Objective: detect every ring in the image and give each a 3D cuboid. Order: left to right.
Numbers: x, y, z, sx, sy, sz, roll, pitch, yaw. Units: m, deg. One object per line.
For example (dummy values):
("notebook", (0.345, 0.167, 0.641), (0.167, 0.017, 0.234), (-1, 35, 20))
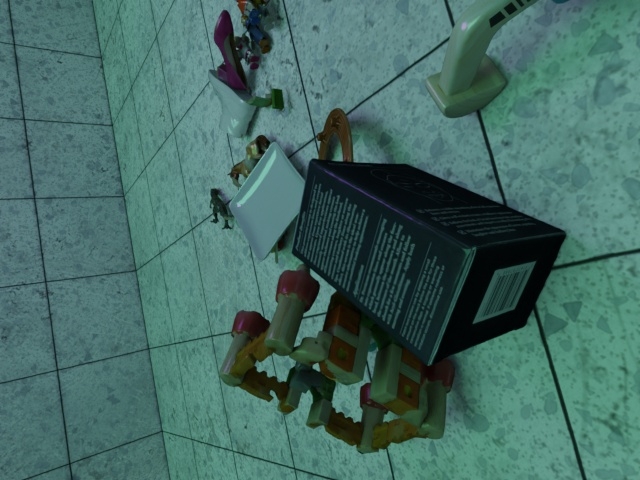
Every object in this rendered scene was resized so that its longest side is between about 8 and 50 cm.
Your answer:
("ring", (0.022, -0.162, 1.121), (0.336, 0.032, 0.337), (179, 90, -76))

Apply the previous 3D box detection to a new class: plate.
("plate", (-0.150, -0.120, 1.354), (0.278, 0.045, 0.277), (-51, 51, 21))

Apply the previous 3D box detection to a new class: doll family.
("doll family", (-0.213, -0.693, 1.411), (0.163, 0.118, 0.263), (57, 157, 20))

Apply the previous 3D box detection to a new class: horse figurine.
("horse figurine", (-0.220, -0.262, 1.501), (0.175, 0.066, 0.263), (54, 136, 24))

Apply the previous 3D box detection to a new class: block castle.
("block castle", (0.041, 0.262, 0.966), (0.303, 0.453, 0.213), (-43, 20, 43))

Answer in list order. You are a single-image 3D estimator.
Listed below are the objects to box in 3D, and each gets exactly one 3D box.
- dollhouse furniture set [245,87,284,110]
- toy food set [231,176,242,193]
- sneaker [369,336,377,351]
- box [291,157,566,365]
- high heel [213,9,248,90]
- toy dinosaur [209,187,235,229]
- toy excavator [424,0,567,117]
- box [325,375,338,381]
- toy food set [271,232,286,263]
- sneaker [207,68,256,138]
("dollhouse furniture set", (-0.169, -0.430, 1.403), (0.151, 0.076, 0.059), (-3, 92, 51))
("toy food set", (-0.260, -0.124, 1.568), (0.132, 0.038, 0.192), (35, 139, 34))
("sneaker", (0.104, 0.218, 1.173), (0.076, 0.064, 0.167), (118, 136, -57))
("box", (0.180, 0.006, 0.845), (0.395, 0.293, 0.212), (37, 122, 43))
("high heel", (-0.279, -0.607, 1.429), (0.117, 0.082, 0.244), (27, 136, 10))
("toy dinosaur", (-0.389, -0.108, 1.725), (0.268, 0.063, 0.118), (46, 138, 45))
("toy excavator", (0.321, -0.409, 0.638), (0.444, 0.432, 0.223), (-31, 69, 19))
("box", (0.042, 0.336, 1.281), (0.081, 0.028, 0.136), (-3, 95, 52))
("toy food set", (-0.159, -0.032, 1.463), (0.218, 0.071, 0.128), (52, 156, 37))
("sneaker", (-0.342, -0.485, 1.589), (0.293, 0.108, 0.169), (50, 128, 33))
